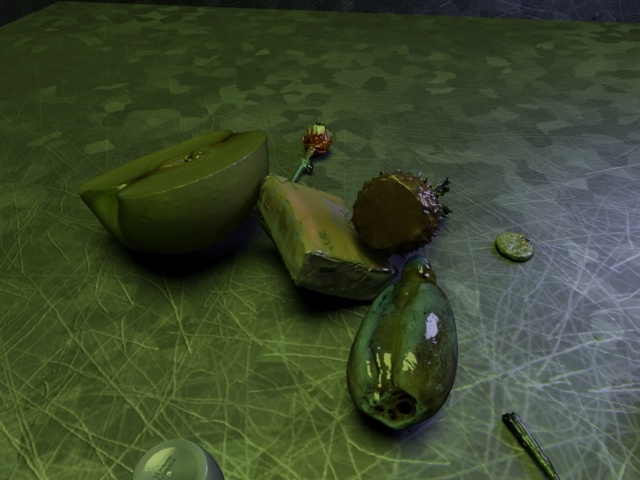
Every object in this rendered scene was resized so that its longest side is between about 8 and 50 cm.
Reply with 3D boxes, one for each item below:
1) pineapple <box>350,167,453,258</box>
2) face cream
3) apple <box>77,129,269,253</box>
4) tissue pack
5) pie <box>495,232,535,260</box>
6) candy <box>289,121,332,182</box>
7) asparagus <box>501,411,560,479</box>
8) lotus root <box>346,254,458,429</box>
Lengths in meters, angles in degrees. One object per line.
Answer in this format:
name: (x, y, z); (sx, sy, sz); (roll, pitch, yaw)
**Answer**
pineapple: (0.171, -0.068, 0.983); (0.165, 0.166, 0.364); (13, 15, 17)
face cream: (-0.179, 0.317, 0.626); (0.117, 0.104, 0.117); (-1, 41, 1)
apple: (-0.278, -0.132, 1.032); (0.320, 0.312, 0.360); (47, 51, 11)
tissue pack: (0.000, 0.000, 0.953); (0.215, 0.123, 0.257); (14, 31, -35)
pie: (0.407, 0.012, 1.039); (0.085, 0.017, 0.085); (0, 40, 0)
candy: (-0.043, -0.204, 1.283); (0.078, 0.084, 0.288); (16, 50, 14)
asparagus: (0.318, 0.328, 0.662); (0.022, 0.023, 0.233); (-47, 40, 16)
lotus root: (0.143, 0.152, 0.797); (0.158, 0.140, 0.322); (-11, 27, 28)
